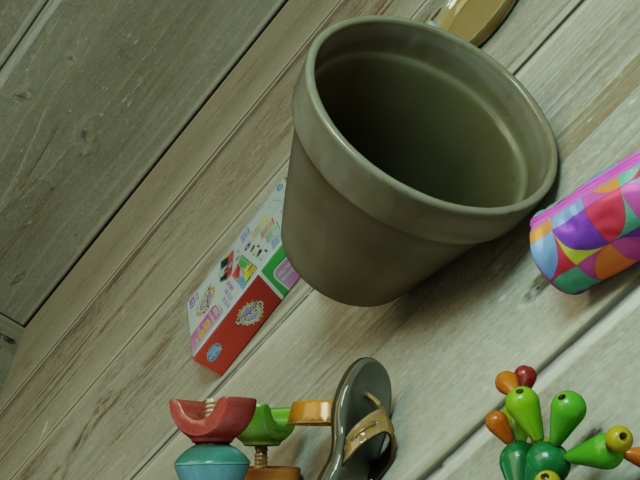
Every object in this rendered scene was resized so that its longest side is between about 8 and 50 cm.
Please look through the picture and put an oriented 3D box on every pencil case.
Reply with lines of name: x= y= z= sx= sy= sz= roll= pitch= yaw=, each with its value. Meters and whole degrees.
pencil case: x=0.303 y=-0.040 z=0.960 sx=0.236 sy=0.104 sz=0.104 roll=-41 pitch=24 yaw=38

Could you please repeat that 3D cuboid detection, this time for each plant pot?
plant pot: x=0.263 y=-0.386 z=1.698 sx=0.236 sy=0.032 sz=0.236 roll=-46 pitch=21 yaw=24
plant pot: x=0.083 y=-0.070 z=1.267 sx=0.323 sy=0.323 sz=0.280 roll=-77 pitch=13 yaw=-45

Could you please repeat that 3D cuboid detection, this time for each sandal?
sandal: x=0.047 y=0.233 z=1.138 sx=0.060 sy=0.090 sz=0.219 roll=-13 pitch=42 yaw=38

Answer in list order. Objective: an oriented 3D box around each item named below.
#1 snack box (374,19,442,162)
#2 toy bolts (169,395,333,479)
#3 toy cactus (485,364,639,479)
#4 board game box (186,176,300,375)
snack box: x=0.148 y=-0.167 z=1.402 sx=0.207 sy=0.174 sz=0.070 roll=-47 pitch=21 yaw=23
toy bolts: x=-0.065 y=0.271 z=1.207 sx=0.218 sy=0.228 sz=0.158 roll=-9 pitch=74 yaw=34
toy cactus: x=0.190 y=0.210 z=0.860 sx=0.219 sy=0.112 sz=0.180 roll=-135 pitch=61 yaw=-67
board game box: x=-0.119 y=0.057 z=1.818 sx=0.316 sy=0.064 sz=0.242 roll=-51 pitch=20 yaw=11
